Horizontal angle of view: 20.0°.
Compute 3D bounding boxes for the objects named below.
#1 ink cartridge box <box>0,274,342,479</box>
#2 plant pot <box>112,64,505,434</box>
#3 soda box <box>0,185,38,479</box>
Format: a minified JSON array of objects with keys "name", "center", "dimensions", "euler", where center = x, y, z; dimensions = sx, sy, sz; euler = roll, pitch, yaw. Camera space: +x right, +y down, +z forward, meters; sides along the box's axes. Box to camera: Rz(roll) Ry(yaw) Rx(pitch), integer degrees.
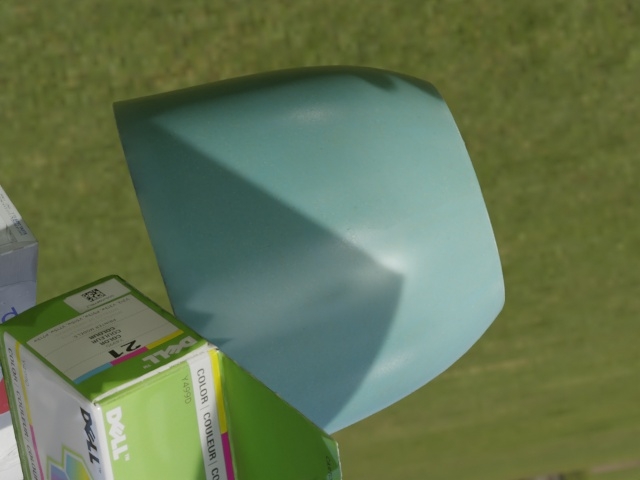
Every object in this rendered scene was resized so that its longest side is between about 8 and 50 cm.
[{"name":"ink cartridge box","center":[-0.090,0.159,1.134],"dimensions":[0.097,0.189,0.255],"euler":[-23,-146,-29]},{"name":"plant pot","center":[0.000,0.000,1.358],"dimensions":[0.235,0.293,0.293],"euler":[-19,170,-3]},{"name":"soda box","center":[-0.277,0.080,1.377],"dimensions":[0.091,0.098,0.286],"euler":[-19,143,-27]}]
